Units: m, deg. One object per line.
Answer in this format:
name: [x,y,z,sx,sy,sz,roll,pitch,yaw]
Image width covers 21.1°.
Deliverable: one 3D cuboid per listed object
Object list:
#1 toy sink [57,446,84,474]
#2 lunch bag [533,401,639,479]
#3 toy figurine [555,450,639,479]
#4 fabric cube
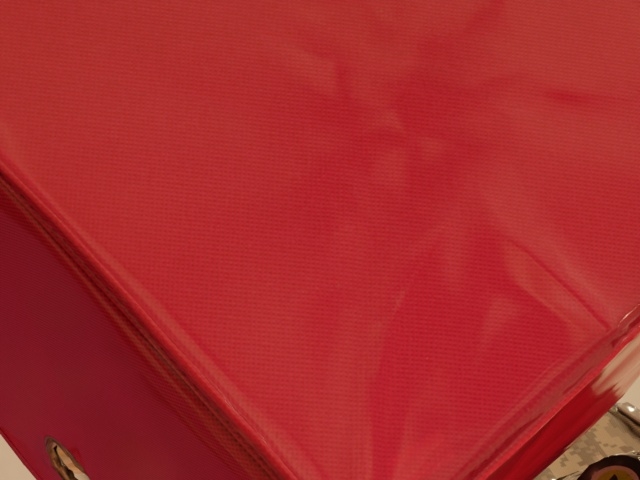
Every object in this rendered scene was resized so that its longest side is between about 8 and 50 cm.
toy sink: [-0.187,0.143,1.577,0.131,0.152,0.234,-23,-110,29]
lunch bag: [0.077,0.208,1.178,0.256,0.305,0.213,-13,-92,54]
toy figurine: [0.183,0.212,0.823,0.148,0.209,0.213,137,-37,-70]
fabric cube: [0.000,0.000,0.703,0.254,0.259,0.258,48,-23,11]
